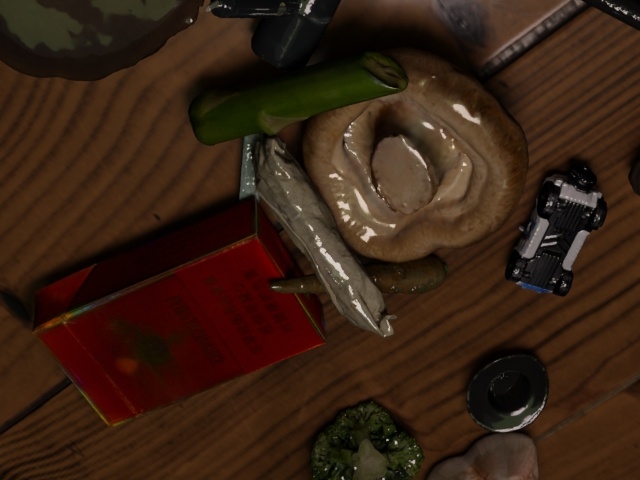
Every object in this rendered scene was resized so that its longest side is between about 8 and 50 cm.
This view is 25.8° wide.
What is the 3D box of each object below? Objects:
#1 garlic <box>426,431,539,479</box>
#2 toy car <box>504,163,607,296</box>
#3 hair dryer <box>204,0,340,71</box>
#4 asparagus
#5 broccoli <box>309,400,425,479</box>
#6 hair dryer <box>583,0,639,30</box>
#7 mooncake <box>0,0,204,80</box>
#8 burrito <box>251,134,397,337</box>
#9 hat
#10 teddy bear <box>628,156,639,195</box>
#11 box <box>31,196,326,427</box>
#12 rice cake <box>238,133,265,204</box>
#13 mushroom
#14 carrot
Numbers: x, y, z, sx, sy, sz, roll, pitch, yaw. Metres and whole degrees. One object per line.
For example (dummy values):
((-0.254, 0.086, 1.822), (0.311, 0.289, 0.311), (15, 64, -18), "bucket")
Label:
((0.220, 0.329, 1.885), (0.174, 0.124, 0.099), (-22, 158, 17), "garlic")
((0.290, -0.015, 1.720), (0.080, 0.070, 0.170), (16, 119, -9), "toy car")
((-0.062, -0.247, 1.524), (0.071, 0.219, 0.124), (40, 115, 20), "hair dryer")
((-0.031, -0.163, 1.573), (0.278, 0.067, 0.060), (-14, 148, 30), "asparagus")
((0.058, 0.296, 1.858), (0.146, 0.138, 0.162), (21, 77, 0), "broccoli")
((0.380, -0.247, 1.601), (0.248, 0.114, 0.070), (27, 109, 7), "hair dryer")
((-0.257, -0.340, 1.476), (0.324, 0.187, 0.324), (0, 116, 0), "mooncake")
((0.000, 0.000, 1.639), (0.059, 0.082, 0.275), (-34, 97, -6), "burrito")
((0.243, 0.193, 1.843), (0.121, 0.050, 0.121), (-2, 113, -4), "hat")
((0.435, -0.116, 1.670), (0.160, 0.078, 0.119), (-32, 149, 8), "teddy bear")
((-0.175, 0.094, 1.748), (0.313, 0.089, 0.197), (-23, 127, 11), "box")
((-0.081, -0.103, 1.689), (0.029, 0.033, 0.170), (8, 119, 1), "rice cake")
((0.106, -0.093, 1.626), (0.278, 0.146, 0.278), (9, 121, 15), "mushroom")
((0.050, 0.048, 1.714), (0.254, 0.049, 0.049), (-3, 122, -29), "carrot")
